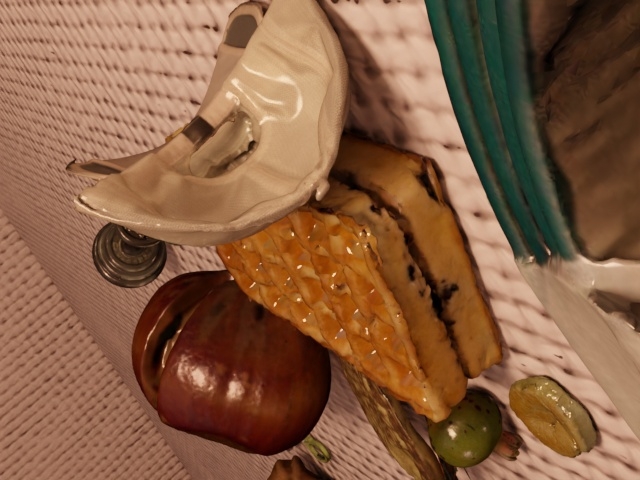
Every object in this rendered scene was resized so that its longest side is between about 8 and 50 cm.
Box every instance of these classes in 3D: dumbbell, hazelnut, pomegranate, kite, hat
[{"bbox_3d":[-0.258,-0.009,1.409,0.110,0.110,0.254,50,155,3],"label":"dumbbell"},{"bbox_3d":[-0.099,0.141,1.199,0.251,0.217,0.217,26,150,33],"label":"hazelnut"},{"bbox_3d":[0.138,0.166,0.894,0.073,0.084,0.073,-3,-90,-83],"label":"pomegranate"},{"bbox_3d":[0.122,0.210,0.970,0.160,0.010,0.183,65,-171,4],"label":"kite"},{"bbox_3d":[-0.073,-0.066,0.745,0.164,0.219,0.226,44,169,0],"label":"hat"}]

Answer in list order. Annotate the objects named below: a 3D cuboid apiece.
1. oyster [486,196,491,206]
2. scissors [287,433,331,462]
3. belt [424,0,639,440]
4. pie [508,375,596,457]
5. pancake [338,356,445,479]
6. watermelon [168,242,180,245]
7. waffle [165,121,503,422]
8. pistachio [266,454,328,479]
[{"bbox_3d":[0.117,-0.052,0.575,0.098,0.037,0.100,19,143,56],"label":"oyster"},{"bbox_3d":[-0.046,0.307,1.613,0.134,0.020,0.187,53,159,4],"label":"scissors"},{"bbox_3d":[0.163,-0.065,0.254,0.300,0.173,0.437,47,159,38],"label":"belt"},{"bbox_3d":[0.184,0.139,0.798,0.084,0.020,0.084,41,157,22],"label":"pie"},{"bbox_3d":[0.063,0.171,1.039,0.235,0.029,0.212,49,165,57],"label":"pancake"},{"bbox_3d":[-0.174,-0.044,1.240,0.101,0.080,0.155,20,-176,-44],"label":"watermelon"},{"bbox_3d":[0.001,-0.001,0.854,0.308,0.091,0.213,26,148,49],"label":"waffle"},{"bbox_3d":[-0.027,0.482,1.681,0.260,0.162,0.213,85,170,-64],"label":"pistachio"}]
